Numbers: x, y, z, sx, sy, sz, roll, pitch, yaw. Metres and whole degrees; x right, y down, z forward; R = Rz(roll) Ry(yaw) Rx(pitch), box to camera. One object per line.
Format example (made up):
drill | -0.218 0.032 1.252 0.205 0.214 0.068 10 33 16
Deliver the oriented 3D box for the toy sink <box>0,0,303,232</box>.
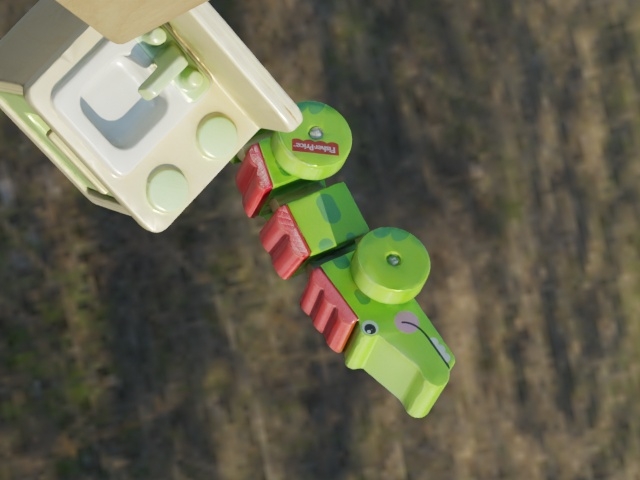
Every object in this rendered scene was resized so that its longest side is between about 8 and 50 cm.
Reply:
toy sink | -0.146 -0.105 1.387 0.131 0.234 0.153 -48 116 -13

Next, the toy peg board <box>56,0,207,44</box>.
toy peg board | -0.124 -0.224 1.177 0.160 0.161 0.079 36 45 -39

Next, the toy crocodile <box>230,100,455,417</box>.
toy crocodile | 0.000 0.000 1.552 0.340 0.105 0.115 58 -28 16
